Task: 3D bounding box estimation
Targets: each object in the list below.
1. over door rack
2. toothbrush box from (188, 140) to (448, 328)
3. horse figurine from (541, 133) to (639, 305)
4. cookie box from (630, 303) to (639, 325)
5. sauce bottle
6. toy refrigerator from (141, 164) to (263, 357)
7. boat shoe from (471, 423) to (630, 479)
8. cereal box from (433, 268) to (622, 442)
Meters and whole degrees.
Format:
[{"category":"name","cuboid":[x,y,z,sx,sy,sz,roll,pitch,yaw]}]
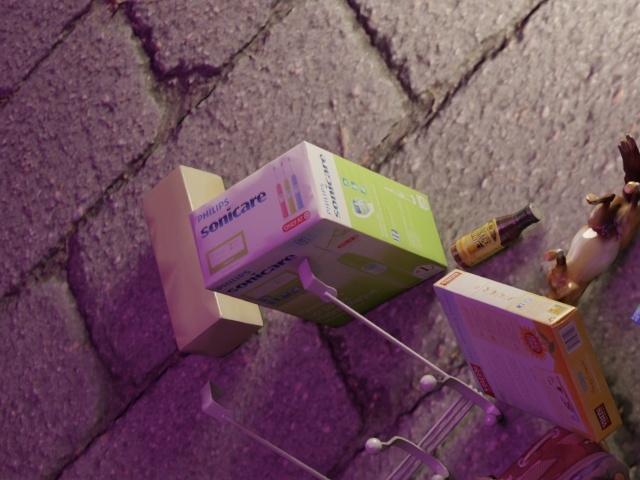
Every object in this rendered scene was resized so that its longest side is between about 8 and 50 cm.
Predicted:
[{"category":"over door rack","cuboid":[0.034,0.219,2.043,0.239,0.324,0.108,-50,8,15]},{"category":"toothbrush box","cuboid":[0.000,0.000,2.138,0.206,0.283,0.122,-30,59,28]},{"category":"horse figurine","cuboid":[0.330,0.002,1.969,0.066,0.174,0.263,36,92,19]},{"category":"cookie box","cuboid":[0.439,0.087,1.911,0.107,0.040,0.092,38,100,39]},{"category":"sauce bottle","cuboid":[0.231,-0.008,2.111,0.128,0.042,0.042,-34,57,26]},{"category":"toy refrigerator","cuboid":[-0.176,0.032,2.401,0.102,0.094,0.269,-39,54,32]},{"category":"boat shoe","cuboid":[0.227,0.344,1.961,0.324,0.123,0.116,-40,48,10]},{"category":"cereal box","cuboid":[0.246,0.135,1.938,0.047,0.173,0.240,-35,26,-20]}]
